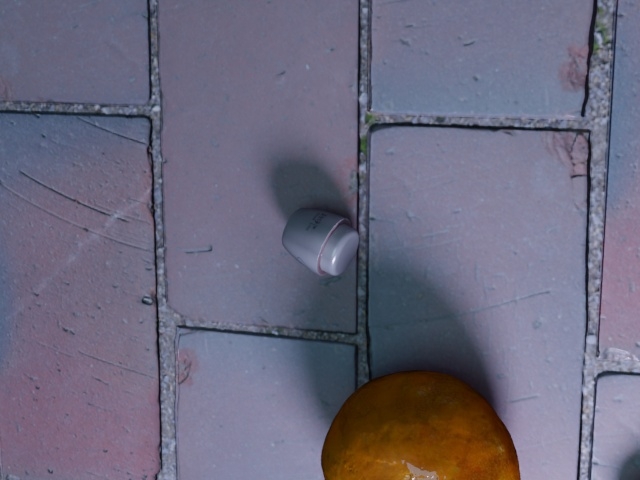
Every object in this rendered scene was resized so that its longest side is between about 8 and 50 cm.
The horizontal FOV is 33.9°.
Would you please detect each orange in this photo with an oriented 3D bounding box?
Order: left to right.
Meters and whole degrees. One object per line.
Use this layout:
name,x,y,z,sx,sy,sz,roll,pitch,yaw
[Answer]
orange,0.135,0.323,1.465,0.284,0.226,0.284,4,100,25

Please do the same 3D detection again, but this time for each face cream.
face cream,0.000,0.000,1.518,0.095,0.091,0.091,26,108,21
